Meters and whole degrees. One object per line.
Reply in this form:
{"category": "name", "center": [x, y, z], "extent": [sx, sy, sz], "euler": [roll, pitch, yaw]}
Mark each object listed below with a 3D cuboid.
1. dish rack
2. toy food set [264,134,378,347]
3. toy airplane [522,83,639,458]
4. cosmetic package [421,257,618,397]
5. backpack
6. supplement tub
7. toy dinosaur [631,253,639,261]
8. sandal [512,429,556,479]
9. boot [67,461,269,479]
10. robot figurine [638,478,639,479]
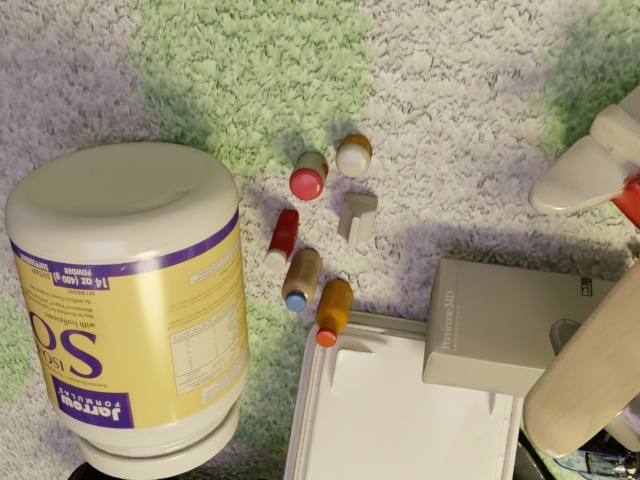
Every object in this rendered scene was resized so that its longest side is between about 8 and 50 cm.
{"category": "dish rack", "center": [0.099, 0.265, 0.875], "extent": [0.285, 0.072, 0.333], "euler": [9, 87, 6]}
{"category": "toy food set", "center": [0.000, 0.000, 0.817], "extent": [0.111, 0.104, 0.232], "euler": [13, 120, 3]}
{"category": "toy airplane", "center": [0.385, 0.025, 0.668], "extent": [0.386, 0.385, 0.272], "euler": [-6, 148, 22]}
{"category": "cosmetic package", "center": [0.240, 0.107, 0.810], "extent": [0.237, 0.127, 0.107], "euler": [8, 150, 2]}
{"category": "backpack", "center": [0.347, 0.250, 0.894], "extent": [0.114, 0.105, 0.084], "euler": [2, 124, 35]}
{"category": "supplement tub", "center": [-0.204, 0.079, 0.817], "extent": [0.241, 0.241, 0.331], "euler": [3, 118, 8]}
{"category": "toy dinosaur", "center": [0.444, 0.050, 0.812], "extent": [0.183, 0.053, 0.092], "euler": [38, 133, -3]}
{"category": "sandal", "center": [0.307, 0.420, 0.994], "extent": [0.167, 0.107, 0.446], "euler": [-37, 108, 26]}
{"category": "boot", "center": [-0.171, 0.390, 0.999], "extent": [0.348, 0.131, 0.260], "euler": [29, 147, -17]}
{"category": "robot figurine", "center": [0.489, 0.309, 0.798], "extent": [0.199, 0.300, 0.353], "euler": [-2, 155, -13]}
